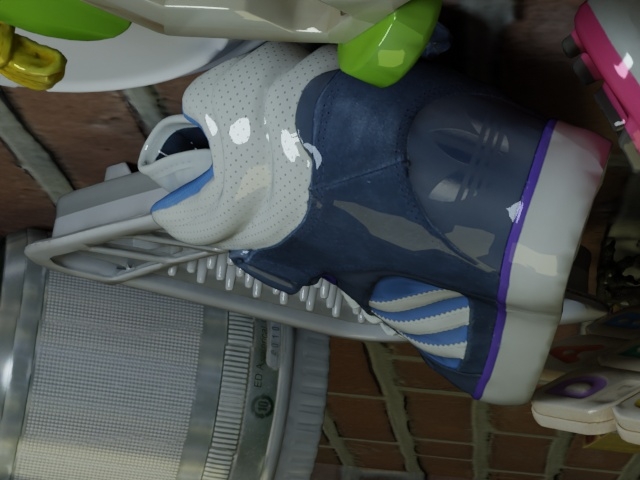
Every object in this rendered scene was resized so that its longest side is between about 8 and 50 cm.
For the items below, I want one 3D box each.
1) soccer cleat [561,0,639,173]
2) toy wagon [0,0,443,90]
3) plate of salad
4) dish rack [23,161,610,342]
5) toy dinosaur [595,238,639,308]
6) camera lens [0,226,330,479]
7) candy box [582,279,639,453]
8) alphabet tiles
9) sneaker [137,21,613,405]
[{"bbox_3d":[0.236,-0.048,0.877,0.143,0.116,0.331,-34,140,15],"label":"soccer cleat"},{"bbox_3d":[-0.070,-0.137,0.635,0.267,0.068,0.344,21,161,-21],"label":"toy wagon"},{"bbox_3d":[-0.115,-0.116,0.847,0.199,0.048,0.200,-4,165,-1],"label":"plate of salad"},{"bbox_3d":[0.000,0.000,1.210,0.332,0.072,0.285,17,162,-35],"label":"dish rack"},{"bbox_3d":[0.243,0.056,1.286,0.268,0.064,0.118,-4,145,-4],"label":"toy dinosaur"},{"bbox_3d":[-0.148,0.114,1.428,0.274,0.219,0.219,9,166,-11],"label":"camera lens"},{"bbox_3d":[0.254,0.104,1.433,0.053,0.109,0.187,7,166,-3],"label":"candy box"},{"bbox_3d":[0.268,0.056,1.076,0.284,0.021,0.278,-23,-165,-31],"label":"alphabet tiles"},{"bbox_3d":[0.023,-0.016,0.976,0.236,0.130,0.323,17,166,7],"label":"sneaker"}]
